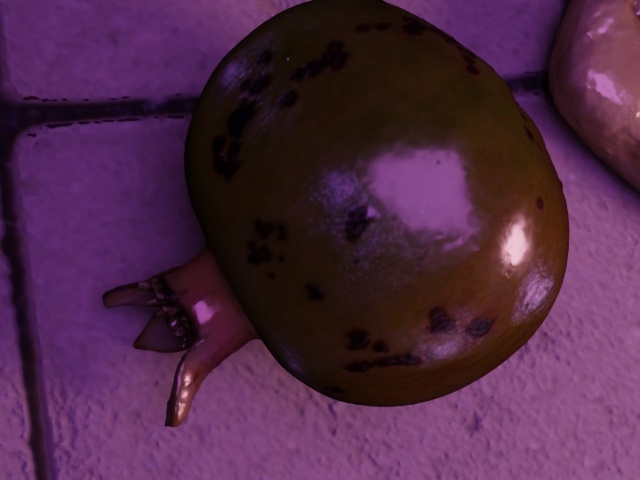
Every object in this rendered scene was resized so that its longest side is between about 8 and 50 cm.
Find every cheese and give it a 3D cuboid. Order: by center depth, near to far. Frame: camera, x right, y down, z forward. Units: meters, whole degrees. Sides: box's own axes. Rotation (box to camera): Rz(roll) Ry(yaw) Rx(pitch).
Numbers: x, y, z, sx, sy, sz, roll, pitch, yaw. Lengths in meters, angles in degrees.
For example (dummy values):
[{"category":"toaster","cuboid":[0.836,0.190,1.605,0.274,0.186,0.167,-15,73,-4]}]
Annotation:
[{"category":"cheese","cuboid":[0.312,-0.117,1.061,0.263,0.093,0.159,37,72,-8]}]

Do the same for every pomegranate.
[{"category":"pomegranate","cuboid":[0.002,-0.020,0.860,0.323,0.291,0.291,-13,86,-10]}]
